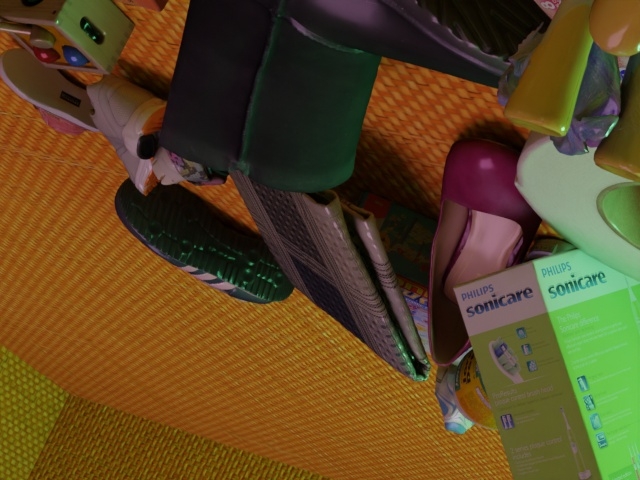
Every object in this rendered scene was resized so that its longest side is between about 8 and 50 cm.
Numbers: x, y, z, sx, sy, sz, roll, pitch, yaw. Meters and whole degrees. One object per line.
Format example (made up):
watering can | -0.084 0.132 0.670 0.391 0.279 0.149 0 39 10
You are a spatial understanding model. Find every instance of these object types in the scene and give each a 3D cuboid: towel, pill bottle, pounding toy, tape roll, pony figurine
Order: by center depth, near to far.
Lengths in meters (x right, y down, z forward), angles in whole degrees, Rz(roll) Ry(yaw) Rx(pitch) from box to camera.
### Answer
pony figurine | 0.222 -0.221 0.956 0.303 0.363 0.351 19 179 -7
tape roll | 0.386 -0.036 1.626 0.392 0.072 0.392 21 163 7
pounding toy | -0.320 -0.252 1.875 0.130 0.100 0.141 10 158 36
towel | 0.000 0.000 2.044 0.312 0.056 0.324 37 160 49
pill bottle | 0.237 0.180 2.080 0.118 0.117 0.208 25 163 -3

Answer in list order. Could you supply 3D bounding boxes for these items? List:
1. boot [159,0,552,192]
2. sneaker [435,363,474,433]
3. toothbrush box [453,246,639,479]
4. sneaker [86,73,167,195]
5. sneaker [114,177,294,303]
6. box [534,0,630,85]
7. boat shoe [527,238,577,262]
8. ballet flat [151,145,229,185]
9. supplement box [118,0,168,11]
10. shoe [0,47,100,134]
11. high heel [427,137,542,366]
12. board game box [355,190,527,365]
boot | 0.039 -0.151 1.500 0.367 0.146 0.445 29 151 2
sneaker | 0.206 0.209 2.406 0.085 0.086 0.237 23 -161 -1
toothbrush box | 0.292 0.155 1.820 0.122 0.283 0.206 -20 175 42
sneaker | -0.243 -0.150 2.122 0.121 0.099 0.262 41 165 10
sneaker | -0.194 0.010 2.454 0.319 0.112 0.131 34 157 -25
box | 0.299 -0.168 1.264 0.128 0.122 0.257 5 155 48
boat shoe | 0.362 0.107 2.031 0.302 0.094 0.109 32 161 -23
ballet flat | -0.173 -0.100 2.084 0.221 0.079 0.077 37 -151 -81
supplement box | -0.256 -0.306 1.675 0.233 0.080 0.078 18 159 26
shoe | -0.368 -0.194 2.169 0.178 0.063 0.081 30 157 -32
high heel | 0.179 0.020 1.873 0.127 0.181 0.377 19 162 16
board game box | 0.164 0.074 2.210 0.308 0.086 0.302 24 163 2
